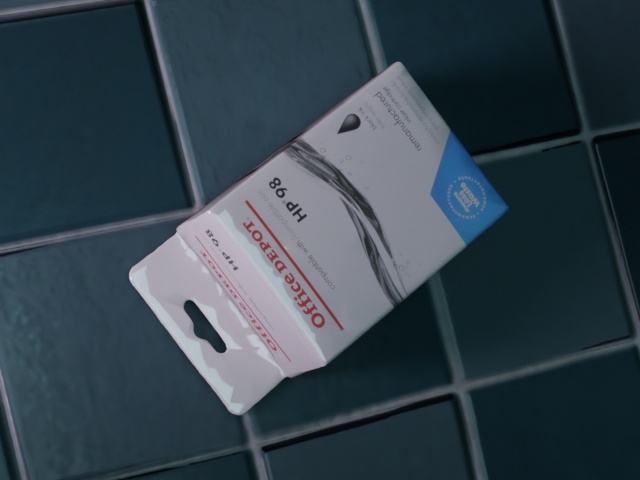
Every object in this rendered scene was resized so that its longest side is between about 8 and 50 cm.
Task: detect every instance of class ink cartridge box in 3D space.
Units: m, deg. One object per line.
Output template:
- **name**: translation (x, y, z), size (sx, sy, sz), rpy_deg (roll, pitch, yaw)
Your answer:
- **ink cartridge box**: translation (0.000, 0.000, 1.027), size (0.180, 0.060, 0.104), rpy_deg (-40, 96, -24)
